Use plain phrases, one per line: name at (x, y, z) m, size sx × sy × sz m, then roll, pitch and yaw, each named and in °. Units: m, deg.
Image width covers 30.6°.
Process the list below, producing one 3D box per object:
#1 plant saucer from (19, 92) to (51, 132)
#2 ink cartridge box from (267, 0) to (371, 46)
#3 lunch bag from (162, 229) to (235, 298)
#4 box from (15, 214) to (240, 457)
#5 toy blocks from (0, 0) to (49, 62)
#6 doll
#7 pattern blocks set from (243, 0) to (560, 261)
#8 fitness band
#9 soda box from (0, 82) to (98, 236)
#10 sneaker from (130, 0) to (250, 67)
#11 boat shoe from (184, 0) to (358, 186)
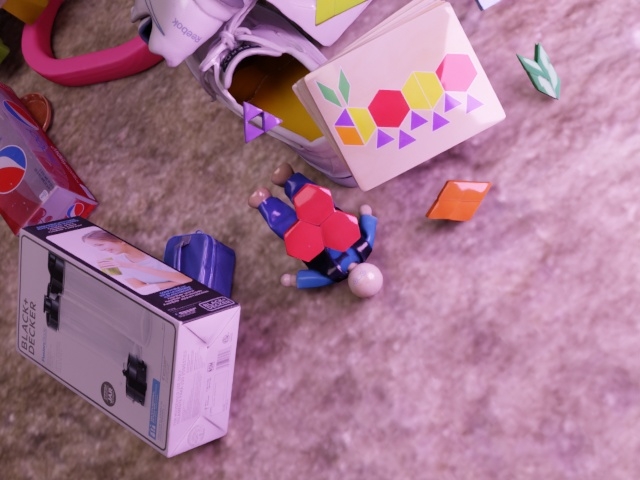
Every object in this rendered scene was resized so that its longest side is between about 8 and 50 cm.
plant saucer at (-0.406, -0.165, 1.628) m, size 0.083 × 0.013 × 0.083 m, roll -12°, pitch 66°, yaw 29°
ink cartridge box at (-0.075, -0.381, 1.380) m, size 0.117 × 0.207 × 0.283 m, roll -48°, pitch 54°, yaw 10°
lunch bag at (-0.144, 0.036, 1.349) m, size 0.067 × 0.065 × 0.098 m, roll -7°, pitch 68°, yaw 30°
box at (-0.225, 0.101, 1.319) m, size 0.290 × 0.087 × 0.169 m, roll 27°, pitch 119°, yaw 37°
toy blocks at (-0.527, -0.388, 1.693) m, size 0.381 × 0.191 × 0.261 m, roll -44°, pitch 35°, yaw 21°
doll at (0.000, 0.000, 1.282) m, size 0.129 × 0.046 × 0.189 m, roll -46°, pitch 60°, yaw -2°
pattern blocks set at (0.079, -0.146, 1.202) m, size 0.325 × 0.026 × 0.285 m, roll -20°, pitch 96°, yaw 0°
fitness band at (-0.291, -0.318, 1.591) m, size 0.291 × 0.054 × 0.209 m, roll -7°, pitch 68°, yaw 32°
soda box at (-0.407, -0.109, 1.551) m, size 0.092 × 0.083 × 0.263 m, roll -47°, pitch 58°, yaw 10°
sneaker at (-0.176, -0.299, 1.372) m, size 0.129 × 0.111 × 0.297 m, roll -47°, pitch 26°, yaw 12°
boat shoe at (-0.077, -0.197, 1.340) m, size 0.136 × 0.156 × 0.367 m, roll -49°, pitch 54°, yaw 7°
